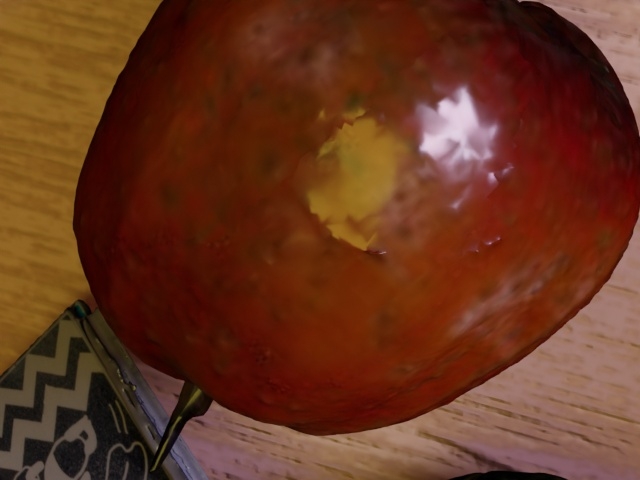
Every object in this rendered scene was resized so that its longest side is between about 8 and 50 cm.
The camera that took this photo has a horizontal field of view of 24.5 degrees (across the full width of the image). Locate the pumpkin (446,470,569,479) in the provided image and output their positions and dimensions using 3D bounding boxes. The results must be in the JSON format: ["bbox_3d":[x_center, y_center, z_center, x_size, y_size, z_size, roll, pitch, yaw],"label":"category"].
[{"bbox_3d":[0.118,0.239,0.825,0.238,0.159,0.238,10,114,24],"label":"pumpkin"}]

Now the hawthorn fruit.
[{"bbox_3d":[0.000,0.000,0.706,0.254,0.254,0.300,31,100,2],"label":"hawthorn fruit"}]

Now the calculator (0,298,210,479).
[{"bbox_3d":[-0.112,0.182,0.883,0.166,0.028,0.274,-42,76,35],"label":"calculator"}]
